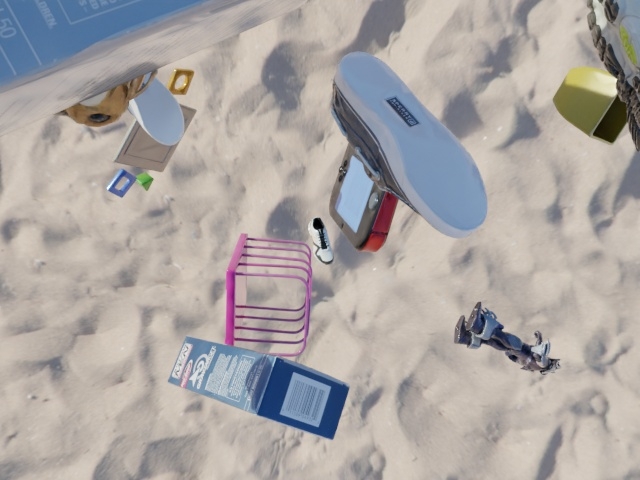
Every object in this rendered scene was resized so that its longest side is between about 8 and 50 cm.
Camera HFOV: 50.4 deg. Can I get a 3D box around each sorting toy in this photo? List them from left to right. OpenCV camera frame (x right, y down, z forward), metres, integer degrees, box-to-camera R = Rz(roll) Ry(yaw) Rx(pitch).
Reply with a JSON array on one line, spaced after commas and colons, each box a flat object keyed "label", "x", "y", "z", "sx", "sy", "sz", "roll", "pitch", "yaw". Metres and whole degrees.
[{"label": "sorting toy", "x": -0.396, "y": -0.257, "z": 1.606, "sx": 0.047, "sy": 0.196, "sz": 0.348, "roll": 37, "pitch": 104, "yaw": 20}]

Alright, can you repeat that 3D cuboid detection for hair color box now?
[{"label": "hair color box", "x": -0.100, "y": -0.179, "z": 0.425, "sx": 0.374, "sy": 0.185, "sz": 0.114, "roll": -37, "pitch": 107, "yaw": -36}, {"label": "hair color box", "x": -0.125, "y": 0.265, "z": 1.261, "sx": 0.174, "sy": 0.347, "sz": 0.105, "roll": 29, "pitch": 72, "yaw": -32}]

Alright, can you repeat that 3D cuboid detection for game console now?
[{"label": "game console", "x": 0.116, "y": -0.174, "z": 1.615, "sx": 0.060, "sy": 0.386, "sz": 0.342, "roll": 10, "pitch": 106, "yaw": -15}]

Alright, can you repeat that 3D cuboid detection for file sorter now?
[{"label": "file sorter", "x": -0.113, "y": 0.122, "z": 1.571, "sx": 0.182, "sy": 0.291, "sz": 0.202, "roll": 3, "pitch": 106, "yaw": -2}]

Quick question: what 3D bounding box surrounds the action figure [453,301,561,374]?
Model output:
[{"label": "action figure", "x": 0.488, "y": 0.263, "z": 1.713, "sx": 0.285, "sy": 0.185, "sz": 0.099, "roll": 26, "pitch": 65, "yaw": -9}]

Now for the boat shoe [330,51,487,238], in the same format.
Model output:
[{"label": "boat shoe", "x": 0.103, "y": -0.111, "z": 0.895, "sx": 0.108, "sy": 0.102, "sz": 0.301, "roll": -22, "pitch": 65, "yaw": -29}]

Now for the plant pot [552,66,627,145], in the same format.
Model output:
[{"label": "plant pot", "x": 0.357, "y": -0.184, "z": 0.892, "sx": 0.083, "sy": 0.081, "sz": 0.081, "roll": 43, "pitch": 116, "yaw": 36}]

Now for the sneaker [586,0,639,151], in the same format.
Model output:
[{"label": "sneaker", "x": 0.325, "y": -0.143, "z": 0.578, "sx": 0.118, "sy": 0.107, "sz": 0.279, "roll": -15, "pitch": 71, "yaw": 9}]

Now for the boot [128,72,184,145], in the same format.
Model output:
[{"label": "boot", "x": -0.284, "y": -0.234, "z": 1.051, "sx": 0.069, "sy": 0.086, "sz": 0.190, "roll": -40, "pitch": 125, "yaw": -16}]

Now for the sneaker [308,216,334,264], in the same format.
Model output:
[{"label": "sneaker", "x": 0.000, "y": 0.000, "z": 1.430, "sx": 0.040, "sy": 0.044, "sz": 0.109, "roll": -17, "pitch": 71, "yaw": -13}]

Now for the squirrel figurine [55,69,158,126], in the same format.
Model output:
[{"label": "squirrel figurine", "x": -0.282, "y": -0.327, "z": 0.712, "sx": 0.281, "sy": 0.370, "sz": 0.397, "roll": -21, "pitch": 62, "yaw": -9}]
